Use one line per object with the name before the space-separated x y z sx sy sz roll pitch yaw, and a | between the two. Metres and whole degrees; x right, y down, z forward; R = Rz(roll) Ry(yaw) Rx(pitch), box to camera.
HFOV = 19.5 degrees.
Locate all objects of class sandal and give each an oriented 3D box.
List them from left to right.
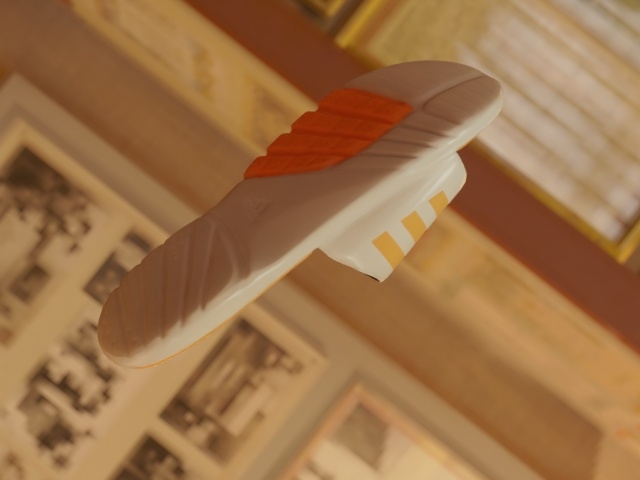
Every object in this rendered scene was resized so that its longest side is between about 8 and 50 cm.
sandal | -0.006 -0.004 1.044 0.265 0.076 0.102 -37 -143 -10
